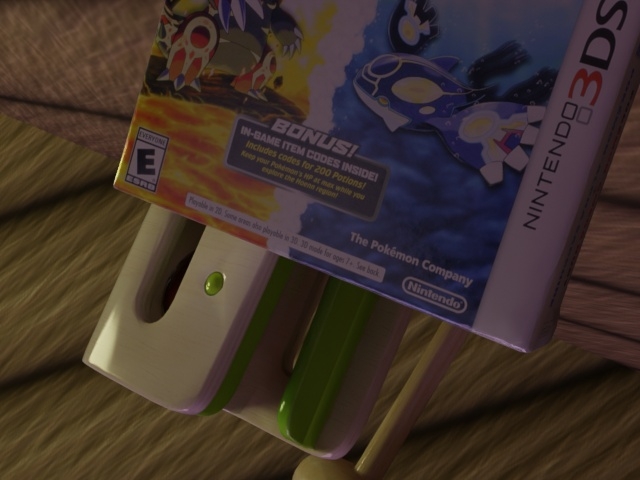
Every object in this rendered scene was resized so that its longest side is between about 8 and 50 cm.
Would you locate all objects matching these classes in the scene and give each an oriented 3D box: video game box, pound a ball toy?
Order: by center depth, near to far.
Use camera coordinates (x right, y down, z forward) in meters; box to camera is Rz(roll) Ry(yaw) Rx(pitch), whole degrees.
[{"bbox_3d":[0.028,-0.077,0.459,0.205,0.187,0.048,21,-172,22],"label":"video game box"},{"bbox_3d":[0.000,0.000,0.626,0.135,0.319,0.208,19,173,43],"label":"pound a ball toy"}]
